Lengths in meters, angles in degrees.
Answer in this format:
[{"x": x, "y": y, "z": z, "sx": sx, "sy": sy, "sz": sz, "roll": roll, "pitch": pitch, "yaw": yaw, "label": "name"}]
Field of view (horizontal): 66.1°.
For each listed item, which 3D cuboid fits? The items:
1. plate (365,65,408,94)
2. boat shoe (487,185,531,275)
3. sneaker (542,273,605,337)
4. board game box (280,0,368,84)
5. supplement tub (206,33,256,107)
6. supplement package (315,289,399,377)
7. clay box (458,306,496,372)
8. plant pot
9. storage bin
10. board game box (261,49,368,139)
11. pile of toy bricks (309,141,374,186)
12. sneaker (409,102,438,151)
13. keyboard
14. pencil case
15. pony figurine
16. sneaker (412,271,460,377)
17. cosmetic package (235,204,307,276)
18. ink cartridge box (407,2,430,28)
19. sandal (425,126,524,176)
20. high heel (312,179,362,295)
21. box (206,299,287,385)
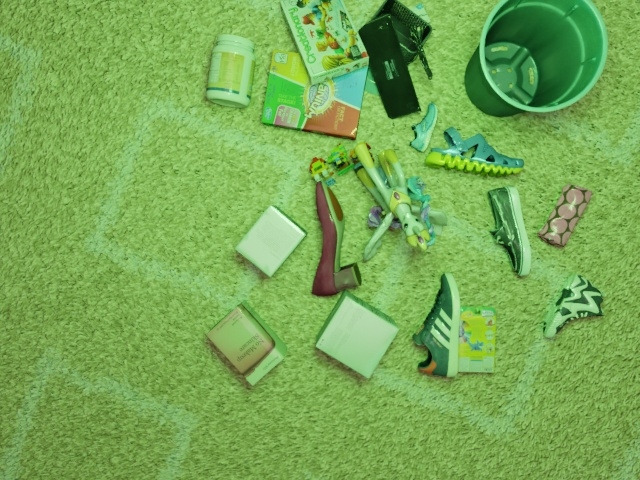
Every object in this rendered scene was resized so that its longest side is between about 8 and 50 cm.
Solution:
[{"x": 0.201, "y": -0.582, "z": 1.636, "sx": 0.188, "sy": 0.024, "sz": 0.188, "roll": 0, "pitch": 93, "yaw": 2, "label": "plate"}, {"x": 0.615, "y": -0.027, "z": 1.623, "sx": 0.102, "sy": 0.108, "sz": 0.302, "roll": -10, "pitch": 91, "yaw": 2, "label": "boat shoe"}, {"x": 0.860, "y": 0.245, "z": 1.639, "sx": 0.153, "sy": 0.094, "sz": 0.235, "roll": 28, "pitch": 84, "yaw": 8, "label": "sneaker"}, {"x": 0.010, "y": -0.661, "z": 1.568, "sx": 0.192, "sy": 0.053, "sz": 0.306, "roll": -20, "pitch": 74, "yaw": -3, "label": "board game box"}, {"x": -0.287, "y": -0.544, "z": 1.590, "sx": 0.144, "sy": 0.144, "sz": 0.200, "roll": 9, "pitch": 94, "yaw": 1, "label": "supplement tub"}, {"x": 0.119, "y": 0.305, "z": 1.634, "sx": 0.203, "sy": 0.149, "sz": 0.194, "roll": 31, "pitch": 94, "yaw": -1, "label": "supplement package"}, {"x": 0.526, "y": 0.333, "z": 1.674, "sx": 0.127, "sy": 0.053, "sz": 0.222, "roll": 1, "pitch": 93, "yaw": 1, "label": "clay box"}, {"x": 0.599, "y": -0.525, "z": 1.476, "sx": 0.340, "sy": 0.334, "sz": 0.342, "roll": 0, "pitch": 93, "yaw": 1, "label": "plant pot"}, {"x": 0.252, "y": -0.673, "z": 1.586, "sx": 0.180, "sy": 0.084, "sz": 0.122, "roll": 36, "pitch": 78, "yaw": -2, "label": "storage bin"}, {"x": -0.017, "y": -0.478, "z": 1.616, "sx": 0.316, "sy": 0.064, "sz": 0.243, "roll": 10, "pitch": 94, "yaw": 5, "label": "board game box"}, {"x": 0.070, "y": -0.275, "z": 1.633, "sx": 0.212, "sy": 0.118, "sz": 0.105, "roll": -29, "pitch": 64, "yaw": 19, "label": "pile of toy bricks"}, {"x": 0.341, "y": -0.380, "z": 1.628, "sx": 0.073, "sy": 0.063, "sz": 0.162, "roll": 18, "pitch": 94, "yaw": 3, "label": "sneaker"}, {"x": 0.255, "y": -0.553, "z": 1.550, "sx": 0.201, "sy": 0.033, "sz": 0.317, "roll": -8, "pitch": 119, "yaw": 34, "label": "keyboard"}, {"x": 0.804, "y": -0.085, "z": 1.624, "sx": 0.098, "sy": 0.095, "sz": 0.210, "roll": 28, "pitch": 92, "yaw": 15, "label": "pencil case"}, {"x": 0.232, "y": -0.099, "z": 1.540, "sx": 0.302, "sy": 0.351, "sz": 0.364, "roll": -25, "pitch": 74, "yaw": -1, "label": "pony figurine"}, {"x": 0.382, "y": 0.280, "z": 1.640, "sx": 0.148, "sy": 0.131, "sz": 0.351, "roll": 1, "pitch": 90, "yaw": 8, "label": "sneaker"}, {"x": -0.157, "y": -0.001, "z": 1.620, "sx": 0.151, "sy": 0.151, "sz": 0.184, "roll": 40, "pitch": 93, "yaw": -1, "label": "cosmetic package"}, {"x": 0.329, "y": -0.729, "z": 1.621, "sx": 0.048, "sy": 0.028, "sz": 0.083, "roll": -29, "pitch": 93, "yaw": 3, "label": "ink cartridge box"}, {"x": 0.510, "y": -0.286, "z": 1.603, "sx": 0.317, "sy": 0.126, "sz": 0.138, "roll": 11, "pitch": 90, "yaw": -1, "label": "sandal"}, {"x": 0.000, "y": 0.000, "z": 1.631, "sx": 0.181, "sy": 0.127, "sz": 0.378, "roll": -16, "pitch": 90, "yaw": 21, "label": "high heel"}, {"x": -0.244, "y": 0.341, "z": 1.657, "sx": 0.148, "sy": 0.127, "sz": 0.232, "roll": -42, "pitch": 92, "yaw": 3, "label": "box"}]
